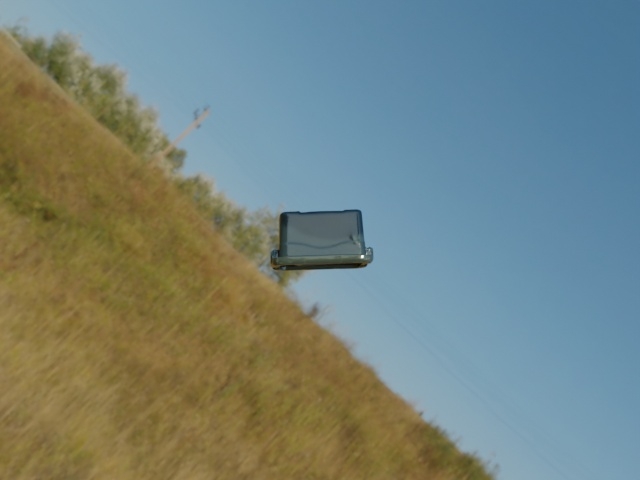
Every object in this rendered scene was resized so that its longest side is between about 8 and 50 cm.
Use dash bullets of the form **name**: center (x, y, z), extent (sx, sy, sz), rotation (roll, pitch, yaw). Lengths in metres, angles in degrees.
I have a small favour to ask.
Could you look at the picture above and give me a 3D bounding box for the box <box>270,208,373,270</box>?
- **box**: center (0.000, 0.000, 0.799), extent (0.074, 0.099, 0.054), rotation (114, -26, -80)
